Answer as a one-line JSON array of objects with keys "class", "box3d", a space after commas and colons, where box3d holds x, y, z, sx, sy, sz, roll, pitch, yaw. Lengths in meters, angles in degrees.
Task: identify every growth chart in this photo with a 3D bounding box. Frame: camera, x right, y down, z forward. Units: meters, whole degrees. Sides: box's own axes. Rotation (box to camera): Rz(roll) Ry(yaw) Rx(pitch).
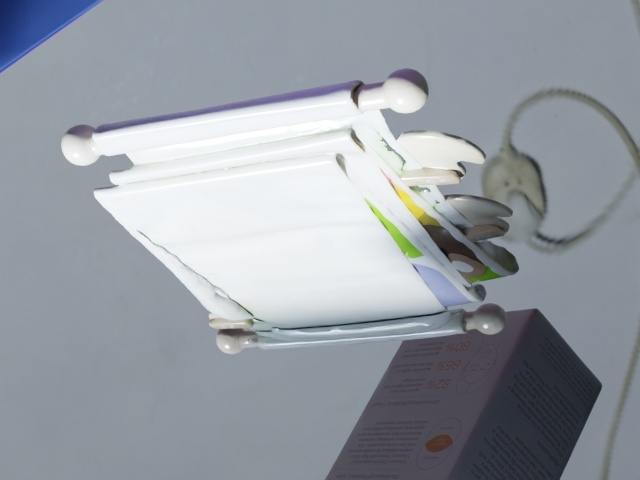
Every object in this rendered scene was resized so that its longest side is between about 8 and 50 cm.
[{"class": "growth chart", "box3d": [0.000, 0.000, 0.644, 0.172, 0.021, 0.237, -4, 154, 16]}]

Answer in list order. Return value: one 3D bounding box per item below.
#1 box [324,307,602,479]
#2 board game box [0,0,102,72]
[{"class": "box", "box3d": [0.100, 0.144, 1.084, 0.130, 0.170, 0.091, -10, 130, 49]}, {"class": "board game box", "box3d": [-0.081, -0.229, 0.331, 0.078, 0.233, 0.347, 13, 126, 24]}]
